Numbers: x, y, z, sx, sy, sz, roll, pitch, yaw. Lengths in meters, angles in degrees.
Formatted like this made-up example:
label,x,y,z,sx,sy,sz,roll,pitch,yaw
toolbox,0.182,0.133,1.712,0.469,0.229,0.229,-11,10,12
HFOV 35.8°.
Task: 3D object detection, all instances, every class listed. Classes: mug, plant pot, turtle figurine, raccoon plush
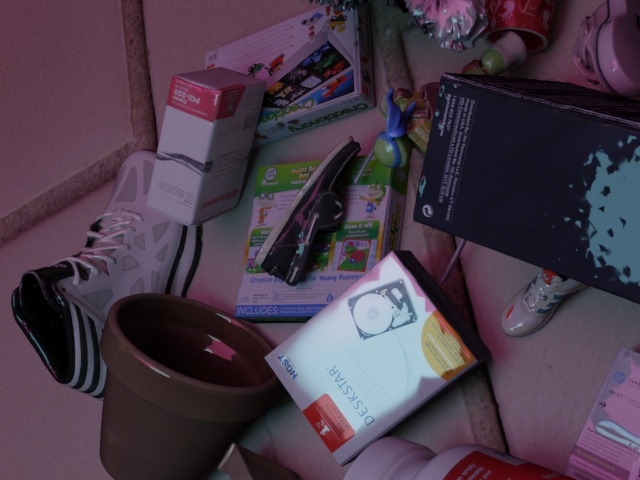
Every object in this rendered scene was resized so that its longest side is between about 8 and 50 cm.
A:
label,x,y,z,sx,sy,sz,roll,pitch,yaw
mug,0.276,-0.360,1.370,0.113,0.150,0.169,7,80,18
plant pot,-0.216,0.235,1.430,0.263,0.263,0.229,39,112,38
turtle figurine,0.180,-0.143,1.342,0.266,0.274,0.198,-32,40,-14
raccoon plush,0.065,-0.388,1.455,0.216,0.299,0.446,-41,77,16

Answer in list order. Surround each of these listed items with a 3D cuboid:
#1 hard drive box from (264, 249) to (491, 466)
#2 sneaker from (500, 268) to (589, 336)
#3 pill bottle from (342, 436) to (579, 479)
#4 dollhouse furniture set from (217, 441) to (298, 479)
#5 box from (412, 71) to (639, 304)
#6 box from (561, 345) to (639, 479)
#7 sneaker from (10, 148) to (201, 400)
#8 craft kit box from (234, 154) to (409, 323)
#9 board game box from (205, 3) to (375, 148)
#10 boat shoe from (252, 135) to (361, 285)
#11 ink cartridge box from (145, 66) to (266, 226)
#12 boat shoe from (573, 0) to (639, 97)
label,x,y,z,sx,sy,sz,roll,pitch,yaw
hard drive box,0.075,0.153,1.305,0.232,0.089,0.181,-42,76,16
sneaker,0.282,0.056,1.243,0.161,0.075,0.057,-39,55,15
pill bottle,0.217,0.358,1.070,0.408,0.229,0.229,14,81,39
dollhouse furniture set,-0.119,0.417,1.310,0.242,0.212,0.161,-60,15,0
box,0.314,-0.067,1.107,0.294,0.296,0.182,22,109,39
box,0.374,0.234,1.134,0.145,0.038,0.186,23,87,37
sneaker,-0.335,0.027,1.563,0.169,0.257,0.447,-13,65,30
craft kit box,0.000,0.000,1.474,0.250,0.061,0.246,-3,73,34
board game box,-0.058,-0.264,1.616,0.305,0.053,0.193,-15,63,29
boat shoe,-0.005,-0.044,1.428,0.079,0.084,0.233,33,84,0
ink cartridge box,-0.175,-0.147,1.531,0.092,0.158,0.217,20,111,18
boat shoe,0.358,-0.237,1.233,0.088,0.096,0.267,-35,20,33
